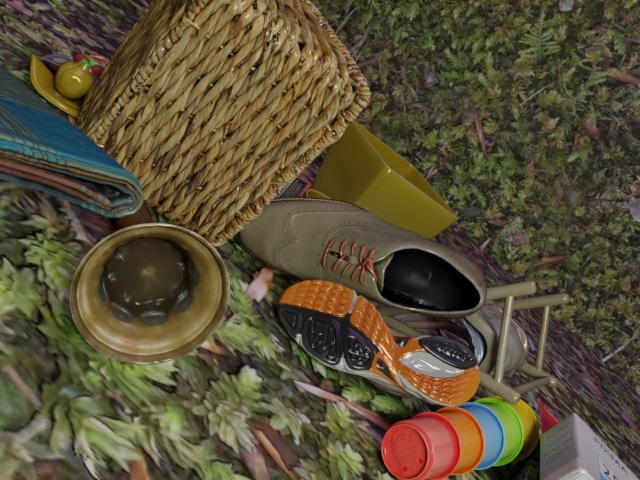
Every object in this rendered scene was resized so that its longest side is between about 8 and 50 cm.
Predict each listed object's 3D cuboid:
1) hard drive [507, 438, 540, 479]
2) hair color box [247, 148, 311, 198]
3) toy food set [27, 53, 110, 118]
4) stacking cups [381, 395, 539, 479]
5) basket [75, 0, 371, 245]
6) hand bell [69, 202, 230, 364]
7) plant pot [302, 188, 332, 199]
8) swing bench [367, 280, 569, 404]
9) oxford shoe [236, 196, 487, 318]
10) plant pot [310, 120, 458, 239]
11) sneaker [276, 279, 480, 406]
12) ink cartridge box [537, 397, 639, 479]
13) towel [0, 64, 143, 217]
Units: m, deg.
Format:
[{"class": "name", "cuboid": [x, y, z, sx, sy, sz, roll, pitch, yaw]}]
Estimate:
[{"class": "hard drive", "cuboid": [0.386, 0.433, 0.838, 0.339, 0.064, 0.237, 48, 17, 18]}, {"class": "hair color box", "cuboid": [-0.079, -0.124, 1.165, 0.043, 0.072, 0.141, 25, 24, -45]}, {"class": "toy food set", "cuboid": [-0.310, -0.228, 0.898, 0.128, 0.071, 0.218, 43, 16, 2]}, {"class": "stacking cups", "cuboid": [0.177, 0.241, 0.804, 0.316, 0.096, 0.096, 18, 29, -51]}, {"class": "basket", "cuboid": [-0.125, -0.181, 0.775, 0.223, 0.299, 0.214, 30, 30, -31]}, {"class": "hand bell", "cuboid": [-0.173, 0.003, 0.618, 0.126, 0.126, 0.242, 33, 7, -28]}, {"class": "plant pot", "cuboid": [0.000, 0.000, 0.990, 0.134, 0.095, 0.134, 38, 17, -14]}, {"class": "swing bench", "cuboid": [0.227, 0.134, 1.005, 0.254, 0.165, 0.253, 8, -3, 33]}, {"class": "oxford shoe", "cuboid": [0.050, 0.015, 0.829, 0.348, 0.123, 0.130, 13, 3, 6]}, {"class": "plant pot", "cuboid": [0.098, -0.074, 1.240, 0.212, 0.187, 0.212, 30, 20, -36]}, {"class": "sneaker", "cuboid": [0.060, 0.143, 0.812, 0.262, 0.099, 0.121, 27, -23, 1]}, {"class": "ink cartridge box", "cuboid": [0.403, 0.347, 0.817, 0.296, 0.066, 0.261, 47, 21, 3]}, {"class": "towel", "cuboid": [-0.342, -0.140, 0.534, 0.370, 0.040, 0.271, 35, 10, 33]}]
